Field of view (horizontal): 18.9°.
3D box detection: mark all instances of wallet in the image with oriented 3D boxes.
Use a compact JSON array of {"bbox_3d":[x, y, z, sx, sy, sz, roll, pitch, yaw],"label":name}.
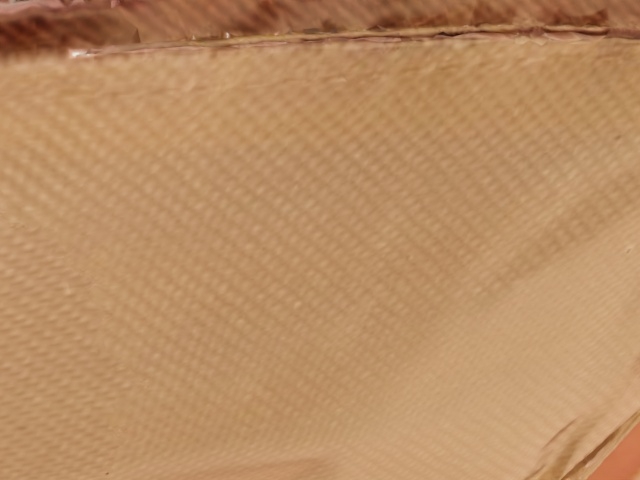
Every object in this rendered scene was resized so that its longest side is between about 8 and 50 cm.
[{"bbox_3d":[0.002,0.002,0.460,0.335,0.275,0.068,-7,55,-26],"label":"wallet"}]
